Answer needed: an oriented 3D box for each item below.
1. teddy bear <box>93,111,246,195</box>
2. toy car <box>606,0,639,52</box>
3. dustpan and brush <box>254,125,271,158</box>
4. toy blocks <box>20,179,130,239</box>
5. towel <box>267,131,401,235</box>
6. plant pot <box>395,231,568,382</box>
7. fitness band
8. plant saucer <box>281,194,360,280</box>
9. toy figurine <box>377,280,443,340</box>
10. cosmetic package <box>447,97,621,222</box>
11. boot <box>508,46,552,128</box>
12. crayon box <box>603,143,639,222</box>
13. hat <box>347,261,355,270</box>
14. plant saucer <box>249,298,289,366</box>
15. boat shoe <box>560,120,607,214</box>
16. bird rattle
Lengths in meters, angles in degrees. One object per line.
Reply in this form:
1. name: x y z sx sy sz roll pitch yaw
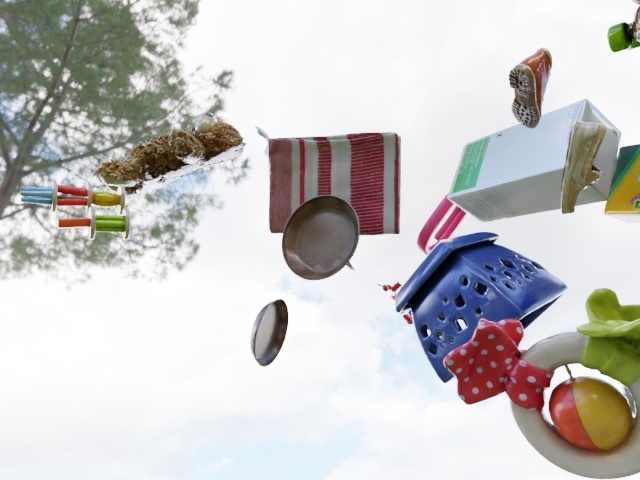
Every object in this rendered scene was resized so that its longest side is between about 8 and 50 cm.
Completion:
1. teddy bear: -0.342 -0.199 1.083 0.338 0.245 0.113 -24 -89 -1
2. toy car: 0.607 -0.460 0.867 0.155 0.149 0.188 -6 -77 51
3. dustpan and brush: -0.144 -0.287 1.520 0.060 0.211 0.147 -57 -20 12
4. toy blocks: -0.382 -0.048 0.752 0.148 0.123 0.054 1 -53 -30
5. towel: 0.025 -0.130 1.140 0.329 0.037 0.237 1 -84 21
6. plant pot: 0.311 0.117 0.991 0.236 0.212 0.236 -10 -39 -44
7. fitness band: 0.466 -0.073 1.802 0.291 0.054 0.209 -56 -28 8
8. plant saucer: 0.005 -0.004 1.077 0.198 0.198 0.036 -25 -29 21
9. toy figurine: 0.389 0.202 1.590 0.217 0.362 0.191 -48 -39 12
10. cosmetic package: 0.525 -0.182 1.220 0.155 0.197 0.365 30 -22 -22
11. boot: 0.410 -0.287 0.919 0.084 0.059 0.158 -46 -38 -11
12. crayon box: 0.744 -0.123 0.992 0.081 0.278 0.165 16 -92 -17
13. hat: 0.000 0.000 1.783 0.134 0.331 0.331 -25 -49 0
14. plant saucer: -0.127 0.221 1.175 0.029 0.168 0.168 11 -42 21
15. boat shoe: 0.450 -0.119 0.827 0.059 0.063 0.170 8 -55 22
16. bird rattle: 0.285 0.170 0.553 0.253 0.207 0.143 -25 -14 22
